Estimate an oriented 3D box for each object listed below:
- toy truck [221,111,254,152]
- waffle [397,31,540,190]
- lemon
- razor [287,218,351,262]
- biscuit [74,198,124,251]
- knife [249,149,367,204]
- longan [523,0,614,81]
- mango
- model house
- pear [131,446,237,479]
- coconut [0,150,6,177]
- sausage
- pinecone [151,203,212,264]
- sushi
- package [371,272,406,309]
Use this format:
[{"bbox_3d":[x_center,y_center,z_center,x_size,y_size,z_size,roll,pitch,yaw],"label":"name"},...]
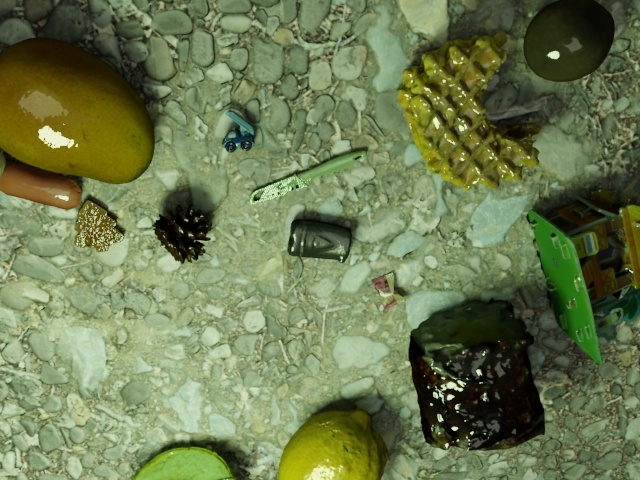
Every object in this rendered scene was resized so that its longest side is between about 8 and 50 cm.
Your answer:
[{"bbox_3d":[-0.183,-0.239,1.596,0.073,0.056,0.090,-7,97,-5],"label":"toy truck"},{"bbox_3d":[0.321,-0.267,1.554,0.261,0.151,0.324,-23,106,11],"label":"waffle"},{"bbox_3d":[0.030,0.555,1.797,0.245,0.245,0.320,33,96,-13],"label":"lemon"},{"bbox_3d":[0.000,0.000,1.687,0.148,0.054,0.090,8,110,-6],"label":"razor"},{"bbox_3d":[-0.515,-0.035,1.672,0.119,0.019,0.130,-7,111,1],"label":"biscuit"},{"bbox_3d":[-0.030,-0.142,1.653,0.293,0.020,0.043,-20,112,6],"label":"knife"},{"bbox_3d":[0.515,-0.417,1.505,0.187,0.167,0.167,-36,109,-12],"label":"longan"},{"bbox_3d":[-0.513,-0.257,1.490,0.378,0.221,0.264,31,102,-24],"label":"mango"},{"bbox_3d":[0.685,0.064,1.650,0.313,0.242,0.357,-19,108,2],"label":"model house"},{"bbox_3d":[-0.342,0.654,1.882,0.288,0.139,0.239,-11,125,-3],"label":"pear"},{"bbox_3d":[-0.813,-0.191,1.462,0.329,0.329,0.329,-1,110,-2],"label":"coconut"},{"bbox_3d":[-0.623,-0.121,1.608,0.194,0.077,0.077,14,109,-8],"label":"sausage"},{"bbox_3d":[-0.305,-0.017,1.632,0.121,0.140,0.140,-45,108,-16],"label":"pinecone"},{"bbox_3d":[0.358,0.324,1.707,0.299,0.281,0.294,-16,111,-12],"label":"sushi"},{"bbox_3d":[0.164,0.122,1.755,0.059,0.029,0.083,-23,99,14],"label":"package"}]
